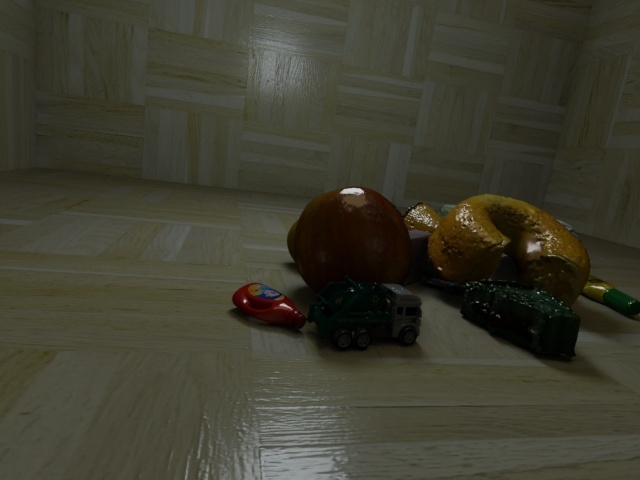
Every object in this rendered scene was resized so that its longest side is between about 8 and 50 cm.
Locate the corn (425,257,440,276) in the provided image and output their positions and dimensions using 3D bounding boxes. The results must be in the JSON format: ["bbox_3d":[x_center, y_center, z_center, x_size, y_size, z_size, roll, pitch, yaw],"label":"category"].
[{"bbox_3d":[0.305,0.041,1.379,0.123,0.122,0.305,-23,26,-35],"label":"corn"}]

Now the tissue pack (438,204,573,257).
[{"bbox_3d":[0.735,-0.015,1.670,0.332,0.205,0.405,2,14,-25],"label":"tissue pack"}]

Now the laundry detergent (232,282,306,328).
[{"bbox_3d":[-0.099,0.135,0.816,0.165,0.049,0.097,19,24,40],"label":"laundry detergent"}]

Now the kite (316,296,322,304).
[{"bbox_3d":[0.112,0.152,0.949,0.245,0.015,0.141,6,13,10],"label":"kite"}]

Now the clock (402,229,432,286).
[{"bbox_3d":[0.255,0.051,1.193,0.063,0.150,0.197,20,17,33],"label":"clock"}]

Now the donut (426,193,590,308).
[{"bbox_3d":[0.531,0.002,1.150,0.436,0.163,0.377,13,38,-7],"label":"donut"}]

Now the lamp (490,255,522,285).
[{"bbox_3d":[0.664,0.106,1.297,0.246,0.107,0.179,13,17,22],"label":"lamp"}]

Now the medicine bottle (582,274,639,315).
[{"bbox_3d":[0.888,0.166,1.263,0.095,0.064,0.260,8,13,0],"label":"medicine bottle"}]

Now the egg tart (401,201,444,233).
[{"bbox_3d":[0.403,-0.030,1.567,0.215,0.215,0.171,-3,27,-41],"label":"egg tart"}]

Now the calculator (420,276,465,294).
[{"bbox_3d":[0.369,0.133,1.194,0.141,0.019,0.094,14,11,30],"label":"calculator"}]

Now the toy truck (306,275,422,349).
[{"bbox_3d":[0.091,0.132,0.782,0.216,0.116,0.110,3,12,-20],"label":"toy truck"}]

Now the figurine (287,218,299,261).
[{"bbox_3d":[-0.001,-0.005,1.265,0.193,0.167,0.257,-5,9,5],"label":"figurine"}]

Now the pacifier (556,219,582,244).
[{"bbox_3d":[1.016,0.025,1.834,0.279,0.227,0.207,15,54,33],"label":"pacifier"}]

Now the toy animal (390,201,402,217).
[{"bbox_3d":[0.324,-0.068,1.764,0.121,0.117,0.210,-11,65,-43],"label":"toy animal"}]

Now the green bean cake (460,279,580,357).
[{"bbox_3d":[0.432,0.163,0.889,0.194,0.107,0.208,9,13,1],"label":"green bean cake"}]

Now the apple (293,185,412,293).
[{"bbox_3d":[0.076,-0.002,0.975,0.302,0.301,0.301,7,12,-2],"label":"apple"}]
